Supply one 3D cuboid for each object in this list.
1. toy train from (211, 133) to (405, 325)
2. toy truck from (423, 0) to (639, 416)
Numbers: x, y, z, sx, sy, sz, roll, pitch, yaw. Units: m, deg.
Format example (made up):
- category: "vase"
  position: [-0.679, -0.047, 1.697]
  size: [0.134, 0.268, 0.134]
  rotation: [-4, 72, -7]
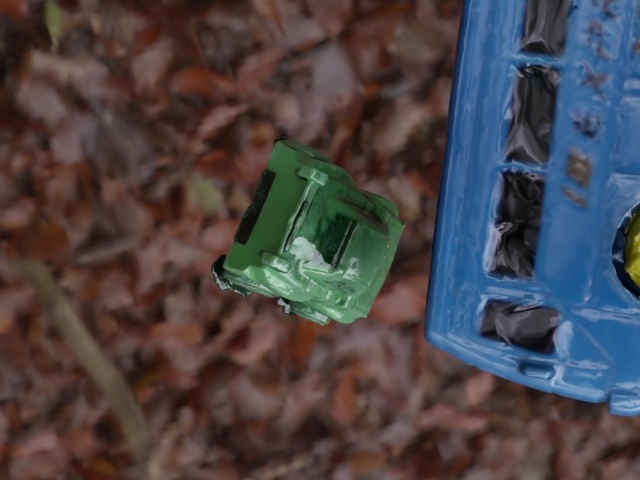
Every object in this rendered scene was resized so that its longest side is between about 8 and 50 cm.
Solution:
- category: "toy train"
  position: [0.000, 0.000, 1.098]
  size: [0.149, 0.081, 0.099]
  rotation: [29, 83, -49]
- category: "toy truck"
  position: [0.152, -0.105, 1.005]
  size: [0.162, 0.161, 0.385]
  rotation: [8, 103, 9]
